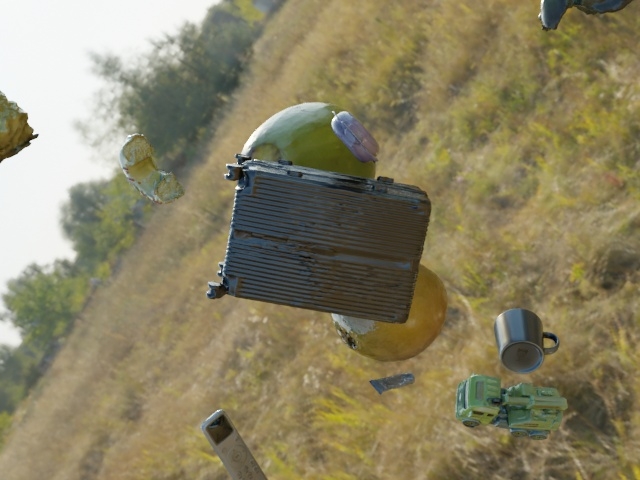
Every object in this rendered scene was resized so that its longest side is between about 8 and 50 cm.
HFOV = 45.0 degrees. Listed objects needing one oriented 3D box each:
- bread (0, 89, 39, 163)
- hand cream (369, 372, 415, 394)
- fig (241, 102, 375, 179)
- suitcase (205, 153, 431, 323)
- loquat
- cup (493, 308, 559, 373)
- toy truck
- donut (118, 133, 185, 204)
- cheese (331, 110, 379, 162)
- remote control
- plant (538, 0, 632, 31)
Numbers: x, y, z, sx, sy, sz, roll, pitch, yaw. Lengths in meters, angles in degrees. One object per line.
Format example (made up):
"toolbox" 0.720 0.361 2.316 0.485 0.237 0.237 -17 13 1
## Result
"bread" -0.491 -0.120 0.917 0.262 0.162 0.204 3 43 41
"hand cream" 0.124 0.235 1.290 0.030 0.093 0.019 49 126 34
"fig" -0.039 -0.144 1.520 0.258 0.258 0.326 -54 -20 25
"suitcase" 0.000 0.000 1.277 0.152 0.335 0.229 -90 10 -75
"loquat" 0.144 0.135 1.680 0.263 0.263 0.263 -55 13 20
"cup" 0.325 0.161 1.212 0.077 0.100 0.078 -76 -11 -58
"toy truck" 0.310 0.262 1.240 0.100 0.169 0.077 105 177 -59
"donut" -0.369 -0.143 1.633 0.065 0.166 0.108 -48 22 -28
"cheese" 0.056 -0.163 1.223 0.042 0.105 0.191 -41 1 5
"remote control" -0.181 0.498 1.736 0.067 0.261 0.029 -37 19 -28
"plant" 0.239 -0.313 0.801 0.131 0.203 0.142 -34 22 -12
